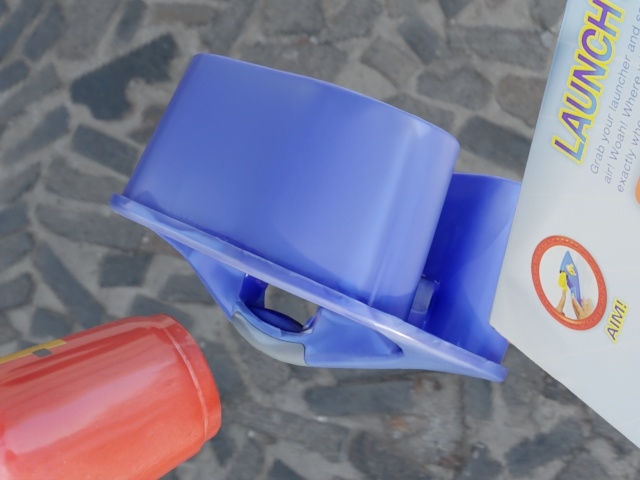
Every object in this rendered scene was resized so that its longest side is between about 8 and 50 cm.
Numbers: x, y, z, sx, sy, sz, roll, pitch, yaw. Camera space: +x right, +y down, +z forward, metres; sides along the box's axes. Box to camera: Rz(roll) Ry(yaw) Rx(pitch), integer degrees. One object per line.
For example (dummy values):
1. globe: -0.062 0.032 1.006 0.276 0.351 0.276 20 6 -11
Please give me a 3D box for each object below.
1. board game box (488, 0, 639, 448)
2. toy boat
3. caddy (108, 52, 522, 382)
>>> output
1. board game box: 0.215 -0.013 0.438 0.302 0.086 0.308 42 139 35
2. toy boat: -0.068 0.184 0.401 0.267 0.148 0.318 8 118 57
3. caddy: 0.000 0.000 0.931 0.341 0.241 0.179 22 86 51
